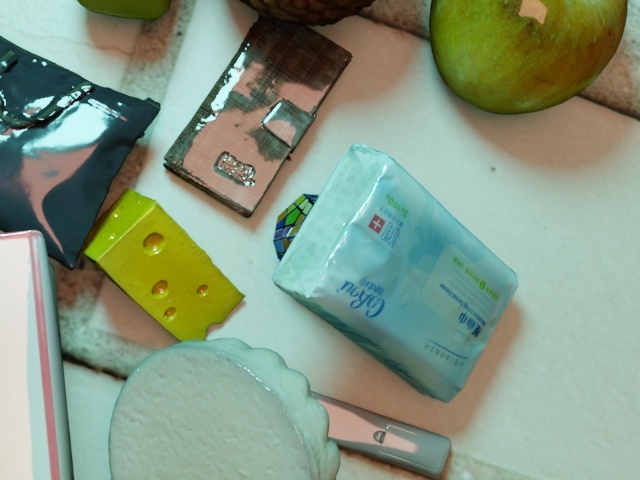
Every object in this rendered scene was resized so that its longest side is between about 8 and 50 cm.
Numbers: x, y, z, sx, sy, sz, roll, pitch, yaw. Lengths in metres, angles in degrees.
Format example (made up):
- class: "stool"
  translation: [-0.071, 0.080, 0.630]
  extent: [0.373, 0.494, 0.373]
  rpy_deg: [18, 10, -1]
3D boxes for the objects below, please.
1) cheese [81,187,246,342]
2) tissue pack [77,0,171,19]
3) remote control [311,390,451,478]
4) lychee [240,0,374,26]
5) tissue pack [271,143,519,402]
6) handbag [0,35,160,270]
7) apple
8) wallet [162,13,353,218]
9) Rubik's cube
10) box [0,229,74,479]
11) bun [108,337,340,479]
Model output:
- class: "cheese"
  translation: [-0.170, 0.038, 1.267]
  extent: [0.171, 0.126, 0.093]
  rpy_deg: [45, 79, -21]
- class: "tissue pack"
  translation: [-0.211, -0.336, 1.277]
  extent: [0.123, 0.127, 0.178]
  rpy_deg: [8, 82, -5]
- class: "remote control"
  translation: [0.059, 0.219, 1.294]
  extent: [0.184, 0.027, 0.050]
  rpy_deg: [19, 80, -5]
- class: "lychee"
  translation: [-0.022, -0.360, 1.242]
  extent: [0.261, 0.260, 0.260]
  rpy_deg: [1, 82, -8]
- class: "tissue pack"
  translation: [0.091, 0.041, 1.231]
  extent: [0.263, 0.089, 0.177]
  rpy_deg: [39, 76, -36]
- class: "handbag"
  translation: [-0.328, -0.113, 1.249]
  extent: [0.254, 0.088, 0.211]
  rpy_deg: [26, 75, 5]
- class: "apple"
  translation: [0.227, -0.259, 1.312]
  extent: [0.237, 0.207, 0.236]
  rpy_deg: [9, 68, -22]
- class: "wallet"
  translation: [-0.071, -0.150, 1.317]
  extent: [0.124, 0.042, 0.230]
  rpy_deg: [32, 78, 0]
- class: "Rubik's cube"
  translation: [0.000, 0.000, 1.282]
  extent: [0.111, 0.111, 0.093]
  rpy_deg: [13, 106, -7]
- class: "box"
  translation: [-0.399, 0.170, 1.093]
  extent: [0.314, 0.300, 0.312]
  rpy_deg: [-6, 83, -10]
- class: "bun"
  translation: [-0.079, 0.218, 1.211]
  extent: [0.263, 0.175, 0.263]
  rpy_deg: [6, 103, 27]
